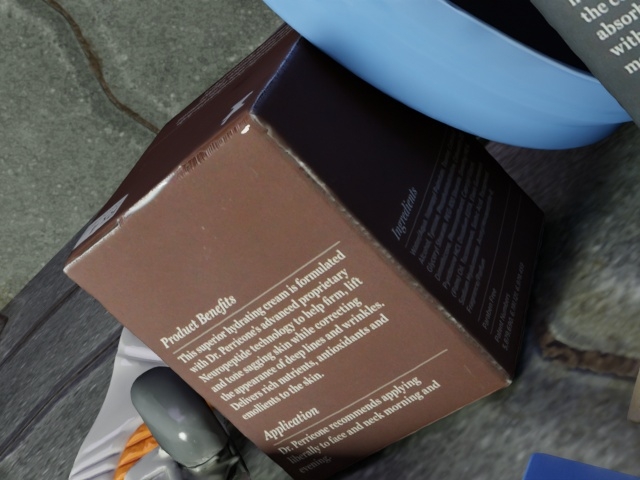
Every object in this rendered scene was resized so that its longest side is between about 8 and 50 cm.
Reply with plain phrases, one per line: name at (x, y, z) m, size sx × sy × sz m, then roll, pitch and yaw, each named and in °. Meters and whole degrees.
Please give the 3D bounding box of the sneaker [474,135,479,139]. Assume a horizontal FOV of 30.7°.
sneaker at (0.117, -0.122, 0.981) m, size 0.178 × 0.072 × 0.077 m, roll -48°, pitch 2°, yaw -40°

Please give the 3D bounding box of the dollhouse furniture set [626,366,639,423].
dollhouse furniture set at (0.213, 0.012, 0.384) m, size 0.182 × 0.101 × 0.161 m, roll -1°, pitch 70°, yaw 68°

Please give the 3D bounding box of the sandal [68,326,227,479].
sandal at (-0.106, 0.138, 0.836) m, size 0.102 × 0.076 × 0.265 m, roll -7°, pitch 41°, yaw 15°

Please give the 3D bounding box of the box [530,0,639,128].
box at (0.179, -0.281, 0.586) m, size 0.212 × 0.395 × 0.293 m, roll -30°, pitch 21°, yaw 41°

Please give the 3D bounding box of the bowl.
bowl at (0.073, -0.215, 0.731) m, size 0.077 × 0.391 × 0.391 m, roll -50°, pitch 10°, yaw 38°

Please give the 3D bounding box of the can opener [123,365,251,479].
can opener at (-0.071, 0.150, 0.631) m, size 0.076 × 0.095 × 0.283 m, roll -29°, pitch 19°, yaw -7°

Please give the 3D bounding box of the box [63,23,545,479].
box at (0.000, 0.000, 0.687) m, size 0.168 × 0.203 × 0.167 m, roll -33°, pitch 19°, yaw 34°

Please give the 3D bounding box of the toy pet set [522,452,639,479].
toy pet set at (0.084, 0.127, 0.385) m, size 0.122 × 0.065 × 0.114 m, roll -32°, pitch 15°, yaw 37°
